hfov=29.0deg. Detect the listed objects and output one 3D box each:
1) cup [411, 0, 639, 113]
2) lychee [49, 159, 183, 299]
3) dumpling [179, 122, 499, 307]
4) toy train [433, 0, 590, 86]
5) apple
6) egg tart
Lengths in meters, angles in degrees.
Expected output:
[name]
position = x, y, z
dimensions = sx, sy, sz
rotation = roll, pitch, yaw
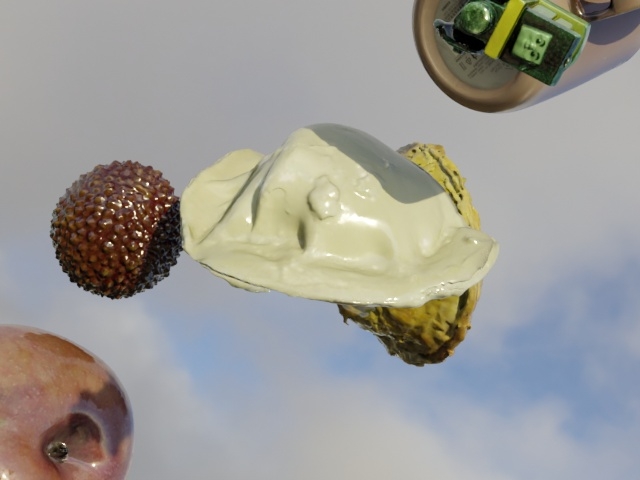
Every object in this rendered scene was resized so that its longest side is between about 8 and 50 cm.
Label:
[cup]
position = 0.235, -0.237, 1.250
dimensions = 0.253, 0.200, 0.191
rotation = -2, -69, 45
[lychee]
position = -0.260, -0.016, 1.619
dimensions = 0.188, 0.188, 0.188
rotation = 23, -28, 13
[dumpling]
position = 0.000, 0.000, 1.457
dimensions = 0.395, 0.315, 0.233
rotation = 24, -52, 28
[toy train]
position = 0.116, -0.126, 0.737
dimensions = 0.081, 0.122, 0.050
rotation = 32, -70, 6
[apple]
position = -0.352, 0.236, 1.420
dimensions = 0.235, 0.306, 0.306
rotation = -16, -50, 42
[egg tart]
position = 0.110, 0.021, 1.820
dimensions = 0.132, 0.345, 0.345
rotation = 2, -13, -30
